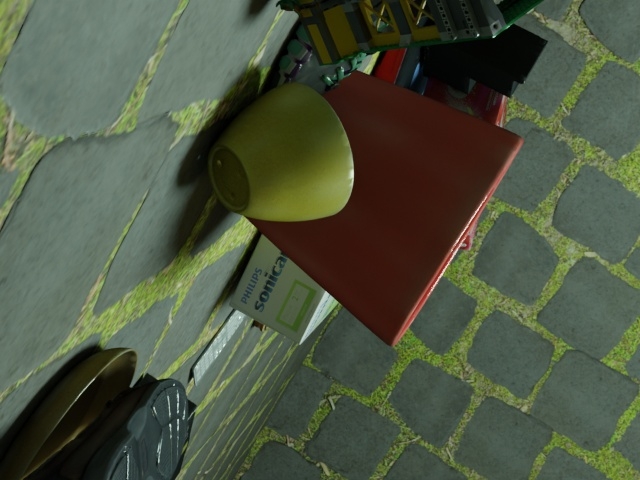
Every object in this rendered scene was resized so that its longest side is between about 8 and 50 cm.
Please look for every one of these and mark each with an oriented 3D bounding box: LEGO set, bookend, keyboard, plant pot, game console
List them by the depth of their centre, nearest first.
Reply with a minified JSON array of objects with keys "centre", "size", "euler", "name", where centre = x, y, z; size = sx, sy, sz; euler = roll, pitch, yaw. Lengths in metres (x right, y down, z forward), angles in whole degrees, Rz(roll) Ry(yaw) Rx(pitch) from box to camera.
[{"centre":[0.109,-0.297,1.019],"size":[0.331,0.192,0.255],"euler":[-34,-157,-24],"name":"LEGO set"},{"centre":[-0.048,-0.071,1.158],"size":[0.095,0.134,0.134],"euler":[-24,154,-34],"name":"plant pot"},{"centre":[-0.257,0.198,1.198],"size":[0.236,0.032,0.236],"euler":[-57,173,-11],"name":"plant pot"},{"centre":[0.051,-0.059,1.361],"size":[0.275,0.243,0.275],"euler":[-56,174,-9],"name":"plant pot"},{"centre":[0.231,-0.259,1.763],"size":[0.072,0.157,0.156],"euler":[-59,168,-11],"name":"bookend"},{"centre":[0.182,-0.333,1.883],"size":[0.386,0.060,0.342],"euler":[-53,172,-40],"name":"game console"},{"centre":[-0.122,0.109,1.890],"size":[0.256,0.014,0.072],"euler":[-55,173,-24],"name":"keyboard"}]

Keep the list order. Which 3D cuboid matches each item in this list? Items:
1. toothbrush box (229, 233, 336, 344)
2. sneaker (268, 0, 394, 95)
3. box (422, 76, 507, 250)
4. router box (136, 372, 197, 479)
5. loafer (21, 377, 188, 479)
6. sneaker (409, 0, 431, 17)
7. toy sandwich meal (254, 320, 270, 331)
[{"centre":[0.000,0.000,1.779],"size":[0.206,0.122,0.283],"euler":[-64,171,17],"name":"toothbrush box"},{"centre":[0.030,-0.193,1.210],"size":[0.223,0.098,0.083],"euler":[-60,173,15],"name":"sneaker"},{"centre":[0.197,-0.131,1.849],"size":[0.128,0.123,0.256],"euler":[83,23,-58],"name":"box"},{"centre":[-0.277,0.342,1.514],"size":[0.309,0.081,0.243],"euler":[-54,172,-31],"name":"router box"},{"centre":[-0.203,0.200,1.188],"size":[0.302,0.095,0.109],"euler":[-49,140,-77],"name":"loafer"},{"centre":[0.171,-0.380,1.375],"size":[0.300,0.111,0.121],"euler":[-57,178,12],"name":"sneaker"},{"centre":[-0.087,0.124,2.173],"size":[0.085,0.029,0.085],"euler":[-62,175,-9],"name":"toy sandwich meal"}]
